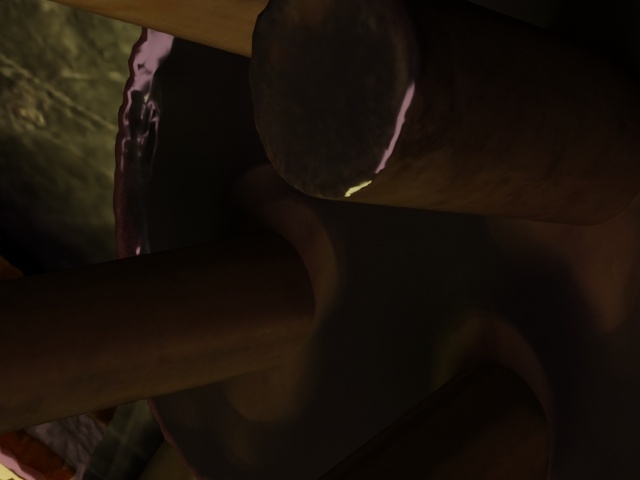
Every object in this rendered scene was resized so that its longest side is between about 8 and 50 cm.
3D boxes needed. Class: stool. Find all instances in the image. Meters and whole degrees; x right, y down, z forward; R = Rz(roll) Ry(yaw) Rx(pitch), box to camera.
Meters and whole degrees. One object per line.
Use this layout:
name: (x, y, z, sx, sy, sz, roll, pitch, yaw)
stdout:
stool: (0.000, 0.000, 0.533, 0.272, 0.178, 0.272, 7, 99, 46)

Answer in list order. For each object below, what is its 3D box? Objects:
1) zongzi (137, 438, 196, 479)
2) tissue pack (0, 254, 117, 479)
zongzi: (-0.134, 0.215, 0.847, 0.356, 0.174, 0.393, -11, 124, 6)
tissue pack: (-0.216, 0.046, 0.841, 0.226, 0.092, 0.183, 42, 137, -14)
